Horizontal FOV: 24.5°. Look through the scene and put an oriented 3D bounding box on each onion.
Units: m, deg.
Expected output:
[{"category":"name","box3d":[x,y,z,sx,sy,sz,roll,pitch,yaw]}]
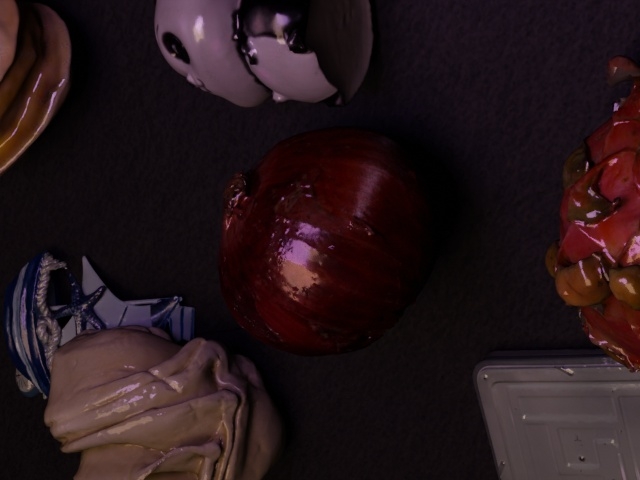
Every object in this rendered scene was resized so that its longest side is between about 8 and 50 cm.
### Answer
[{"category":"onion","box3d":[0.000,0.000,1.648,0.276,0.276,0.276,14,121,25]}]

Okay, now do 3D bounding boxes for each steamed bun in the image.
[{"category":"steamed bun","box3d":[-0.214,0.245,1.909,0.276,0.203,0.289,-25,108,21]}]

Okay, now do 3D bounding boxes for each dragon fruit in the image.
[{"category":"dragon fruit","box3d":[0.342,0.002,1.412,0.314,0.263,0.296,35,113,9]}]

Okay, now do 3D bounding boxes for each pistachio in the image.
[{"category":"pistachio","box3d":[-0.450,-0.186,1.857,0.321,0.229,0.238,-30,63,30]}]

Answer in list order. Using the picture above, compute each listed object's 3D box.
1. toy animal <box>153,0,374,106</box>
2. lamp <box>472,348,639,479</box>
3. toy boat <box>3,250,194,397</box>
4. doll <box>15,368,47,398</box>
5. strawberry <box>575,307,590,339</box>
[{"category":"toy animal","box3d":[-0.071,-0.236,1.627,0.235,0.165,0.187,1,153,26]},{"category":"lamp","box3d":[0.326,0.249,1.719,0.269,0.047,0.266,-5,110,33]},{"category":"toy boat","box3d":[-0.317,0.099,2.022,0.291,0.070,0.210,-30,90,25]},{"category":"doll","box3d":[-0.407,0.195,2.128,0.083,0.050,0.076,-18,70,34]},{"category":"strawberry","box3d":[0.328,0.081,1.612,0.096,0.083,0.083,16,122,9]}]
